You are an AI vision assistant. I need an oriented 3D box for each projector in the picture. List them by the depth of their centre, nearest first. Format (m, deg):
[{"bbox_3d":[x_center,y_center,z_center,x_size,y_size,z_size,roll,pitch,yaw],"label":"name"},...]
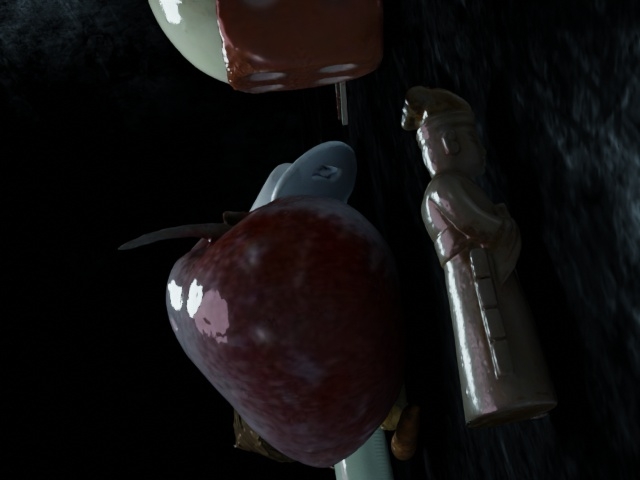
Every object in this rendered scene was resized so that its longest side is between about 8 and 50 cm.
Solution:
[{"bbox_3d":[0.068,0.344,1.721,0.108,0.108,0.337,87,174,-65],"label":"projector"}]

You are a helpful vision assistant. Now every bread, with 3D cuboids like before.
[{"bbox_3d":[0.093,0.208,1.295,0.072,0.053,0.106,93,174,-59],"label":"bread"}]

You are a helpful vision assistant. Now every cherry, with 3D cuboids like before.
[{"bbox_3d":[-0.036,0.095,1.184,0.326,0.291,0.335,46,163,55],"label":"cherry"}]

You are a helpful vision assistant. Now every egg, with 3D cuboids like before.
[{"bbox_3d":[-0.112,-0.381,1.404,0.283,0.283,0.345,-101,-11,-46],"label":"egg"}]

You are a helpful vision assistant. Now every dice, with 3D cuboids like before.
[{"bbox_3d":[-0.025,-0.262,1.031,0.174,0.179,0.175,179,87,-88],"label":"dice"}]

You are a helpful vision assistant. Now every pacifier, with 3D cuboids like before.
[{"bbox_3d":[0.000,0.000,1.475,0.233,0.244,0.299,41,110,30],"label":"pacifier"}]

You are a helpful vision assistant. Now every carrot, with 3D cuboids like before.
[{"bbox_3d":[0.112,0.246,1.210,0.165,0.035,0.036,90,171,-59],"label":"carrot"}]

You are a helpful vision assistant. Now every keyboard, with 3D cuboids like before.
[{"bbox_3d":[0.030,-0.265,1.512,0.166,0.017,0.055,84,176,-45],"label":"keyboard"}]

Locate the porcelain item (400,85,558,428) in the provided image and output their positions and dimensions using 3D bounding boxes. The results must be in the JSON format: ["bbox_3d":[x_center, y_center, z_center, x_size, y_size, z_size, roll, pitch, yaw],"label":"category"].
[{"bbox_3d":[0.093,0.004,0.574,0.084,0.054,0.213,96,165,-69],"label":"porcelain item"}]

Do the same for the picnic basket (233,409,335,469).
[{"bbox_3d":[-0.002,0.363,2.075,0.337,0.337,0.293,-109,17,-76],"label":"picnic basket"}]
